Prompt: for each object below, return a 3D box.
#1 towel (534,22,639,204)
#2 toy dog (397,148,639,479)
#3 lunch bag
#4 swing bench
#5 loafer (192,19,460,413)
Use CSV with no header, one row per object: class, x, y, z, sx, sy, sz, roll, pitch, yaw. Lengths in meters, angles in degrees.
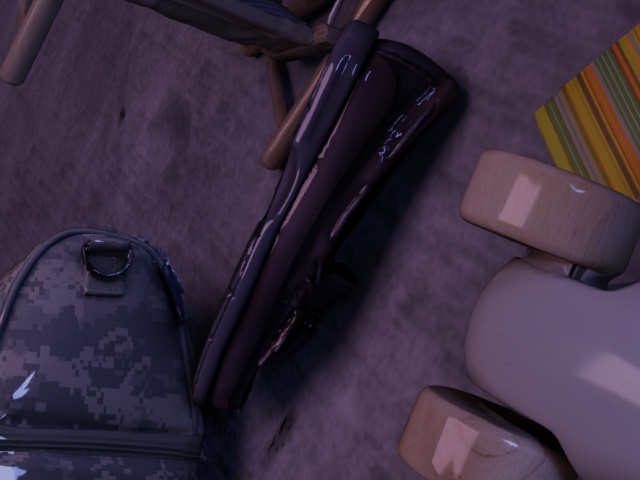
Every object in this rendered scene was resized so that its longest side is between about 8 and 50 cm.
towel,0.220,-0.098,0.569,0.237,0.021,0.102,-41,52,35
toy dog,0.189,0.085,0.460,0.334,0.161,0.220,47,112,34
lunch bag,-0.229,0.135,0.885,0.305,0.212,0.256,-19,67,58
swing bench,-0.071,-0.214,0.802,0.254,0.253,0.165,-42,46,35
loafer,0.000,0.000,0.761,0.109,0.095,0.303,-74,7,-76
